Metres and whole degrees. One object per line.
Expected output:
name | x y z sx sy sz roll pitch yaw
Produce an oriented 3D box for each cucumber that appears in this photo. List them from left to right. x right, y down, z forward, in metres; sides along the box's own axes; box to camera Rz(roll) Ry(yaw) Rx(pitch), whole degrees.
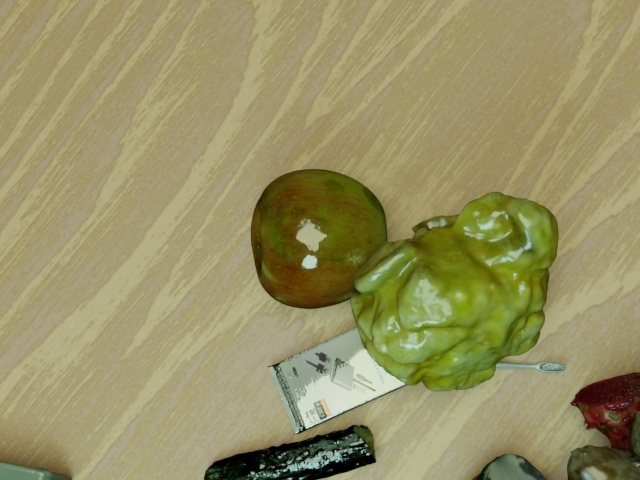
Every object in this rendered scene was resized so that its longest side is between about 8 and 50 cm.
cucumber | -0.057 0.383 1.473 0.304 0.081 0.072 -16 106 5

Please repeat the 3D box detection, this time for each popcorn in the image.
popcorn | 0.220 0.089 1.356 0.334 0.292 0.293 -43 95 -12

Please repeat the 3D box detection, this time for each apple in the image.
apple | 0.000 0.000 1.486 0.226 0.246 0.246 -1 78 -11

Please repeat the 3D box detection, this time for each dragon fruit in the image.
dragon fruit | 0.496 0.284 1.392 0.153 0.153 0.110 -17 95 5

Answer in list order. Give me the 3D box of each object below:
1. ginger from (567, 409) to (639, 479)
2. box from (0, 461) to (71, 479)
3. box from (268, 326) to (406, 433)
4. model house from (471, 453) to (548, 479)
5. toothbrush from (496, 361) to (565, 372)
ginger | 0.487 0.332 1.253 0.256 0.176 0.375 34 103 -16
box | -0.550 0.452 1.497 0.210 0.148 0.129 8 69 9
box | 0.042 0.229 1.500 0.247 0.033 0.129 -26 75 7
model house | 0.266 0.532 1.372 0.271 0.190 0.301 48 114 7
toothbrush | 0.274 0.215 1.484 0.287 0.025 0.020 0 81 9
